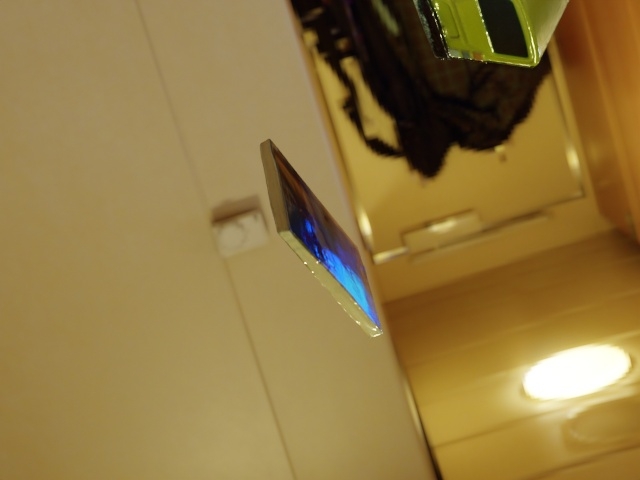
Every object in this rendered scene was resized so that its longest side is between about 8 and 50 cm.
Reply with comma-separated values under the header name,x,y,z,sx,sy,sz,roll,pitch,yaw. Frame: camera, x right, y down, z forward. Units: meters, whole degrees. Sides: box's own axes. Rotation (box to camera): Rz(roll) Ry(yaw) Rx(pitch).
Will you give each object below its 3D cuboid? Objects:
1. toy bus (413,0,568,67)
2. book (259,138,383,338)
name,x,y,z,sx,sy,sz,roll,pitch,yaw
toy bus,0.208,-0.317,1.331,0.150,0.128,0.262,14,-118,30
book,0.000,0.000,1.905,0.026,0.289,0.201,-28,-136,14
